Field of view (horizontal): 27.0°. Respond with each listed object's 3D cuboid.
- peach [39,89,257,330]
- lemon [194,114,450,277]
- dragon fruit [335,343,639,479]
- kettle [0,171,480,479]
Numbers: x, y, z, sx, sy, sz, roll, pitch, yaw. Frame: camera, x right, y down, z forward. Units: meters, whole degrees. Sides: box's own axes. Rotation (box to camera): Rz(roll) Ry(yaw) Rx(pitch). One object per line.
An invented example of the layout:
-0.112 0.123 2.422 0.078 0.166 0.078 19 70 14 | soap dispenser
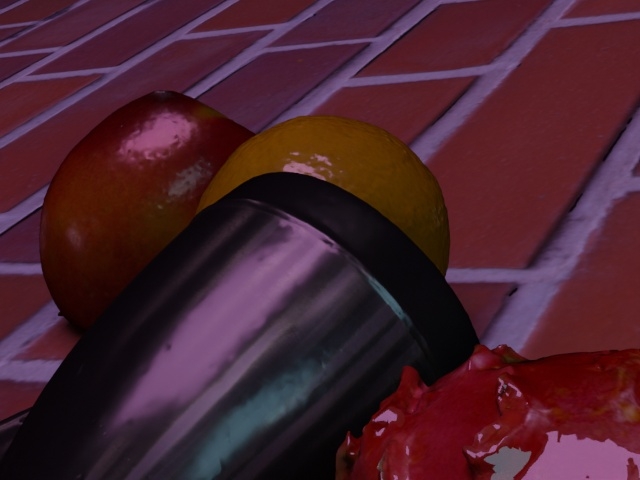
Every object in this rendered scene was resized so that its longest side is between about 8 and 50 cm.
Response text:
-0.137 -0.011 1.152 0.190 0.226 0.196 33 4 20 | peach
0.000 0.000 0.959 0.186 0.187 0.244 -7 12 16 | lemon
0.127 0.147 0.527 0.268 0.205 0.210 18 -19 -1 | dragon fruit
-0.054 0.132 0.723 0.271 0.251 0.207 -39 1 -33 | kettle
